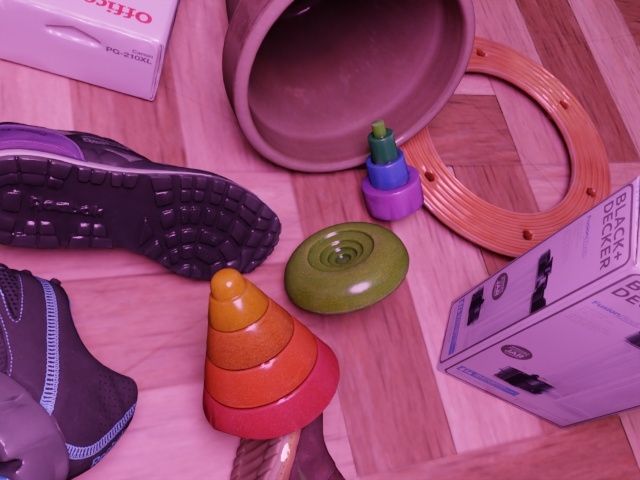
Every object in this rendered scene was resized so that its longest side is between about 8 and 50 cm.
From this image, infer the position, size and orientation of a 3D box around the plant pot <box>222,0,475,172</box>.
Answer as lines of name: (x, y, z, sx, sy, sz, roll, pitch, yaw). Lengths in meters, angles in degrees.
plant pot: (-0.004, -0.242, 0.695, 0.263, 0.263, 0.229, -10, 52, -26)

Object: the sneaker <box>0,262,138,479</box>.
sneaker: (-0.291, 0.057, 0.509, 0.341, 0.125, 0.139, 48, 30, 10)

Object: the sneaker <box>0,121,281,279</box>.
sneaker: (-0.170, -0.051, 0.598, 0.283, 0.107, 0.124, 14, 26, -33)

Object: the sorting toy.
sorting toy: (0.000, 0.000, 0.594, 0.127, 0.126, 0.365, 6, 41, 32)

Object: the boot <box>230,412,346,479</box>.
boot: (0.025, 0.249, 0.555, 0.207, 0.090, 0.248, 23, 56, -24)

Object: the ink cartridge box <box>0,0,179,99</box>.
ink cartridge box: (-0.235, -0.288, 0.690, 0.172, 0.100, 0.237, 14, 60, -15)

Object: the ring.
ring: (0.230, -0.127, 0.836, 0.336, 0.032, 0.336, 9, 62, -18)

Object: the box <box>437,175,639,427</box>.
box: (0.252, 0.077, 0.591, 0.169, 0.290, 0.087, 27, 58, -8)
